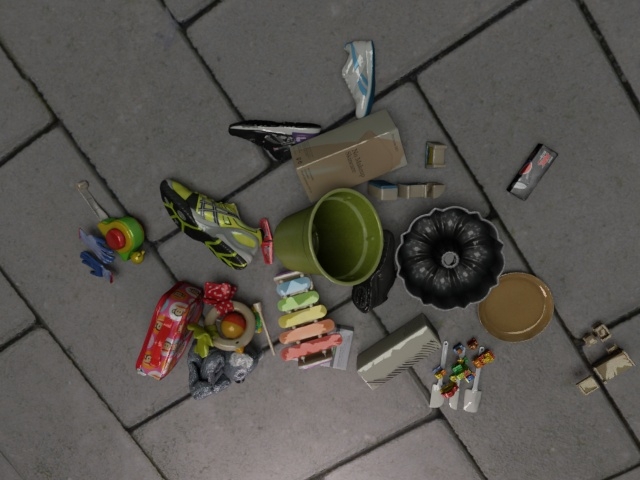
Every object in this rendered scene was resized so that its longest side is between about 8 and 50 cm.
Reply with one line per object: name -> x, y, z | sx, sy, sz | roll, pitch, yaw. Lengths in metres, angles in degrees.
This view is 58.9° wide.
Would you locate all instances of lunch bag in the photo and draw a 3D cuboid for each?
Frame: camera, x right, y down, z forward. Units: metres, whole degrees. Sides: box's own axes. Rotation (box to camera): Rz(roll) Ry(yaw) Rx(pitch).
lunch bag -> -0.484, 0.295, 1.820 | 0.120, 0.258, 0.293 | 23, 104, -1

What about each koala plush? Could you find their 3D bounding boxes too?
koala plush -> -0.306, 0.399, 1.870 | 0.221, 0.196, 0.203 | -13, 82, 12

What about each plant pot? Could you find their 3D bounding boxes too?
plant pot -> 0.621, 0.211, 1.815 | 0.236, 0.032, 0.236 | 1, 104, 4
plant pot -> 0.000, 0.000, 1.684 | 0.254, 0.276, 0.276 | -8, 107, 51

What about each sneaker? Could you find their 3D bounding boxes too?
sneaker -> -0.347, -0.070, 1.800 | 0.384, 0.145, 0.147 | 40, 63, 5
sneaker -> 0.112, -0.471, 1.675 | 0.092, 0.087, 0.229 | 2, 97, 12
sneaker -> 0.183, 0.088, 1.773 | 0.109, 0.130, 0.286 | 40, 128, 37
sneaker -> -0.143, -0.296, 1.728 | 0.283, 0.107, 0.124 | 5, 110, 4

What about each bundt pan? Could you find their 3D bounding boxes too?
bundt pan -> 0.391, 0.043, 1.748 | 0.330, 0.124, 0.331 | 1, 104, 4

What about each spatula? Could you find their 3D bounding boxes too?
spatula -> 0.465, 0.457, 1.898 | 0.168, 0.019, 0.242 | 7, 101, 4

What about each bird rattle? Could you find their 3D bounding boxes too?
bird rattle -> -0.306, 0.259, 1.812 | 0.207, 0.253, 0.143 | 21, 141, 2

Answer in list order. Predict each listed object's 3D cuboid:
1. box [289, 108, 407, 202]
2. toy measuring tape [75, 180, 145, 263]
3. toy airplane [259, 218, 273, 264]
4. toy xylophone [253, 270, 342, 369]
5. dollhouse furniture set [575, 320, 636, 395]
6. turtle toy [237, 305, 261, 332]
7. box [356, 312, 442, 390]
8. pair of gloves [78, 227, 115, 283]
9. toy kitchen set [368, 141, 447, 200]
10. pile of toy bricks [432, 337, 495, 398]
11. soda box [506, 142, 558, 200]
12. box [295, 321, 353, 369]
box -> 0.082, -0.249, 1.669 | 0.311, 0.121, 0.148 | -22, 132, 6
toy measuring tape -> -0.662, -0.071, 1.825 | 0.121, 0.121, 0.330 | -33, 91, 12
toy airplane -> -0.199, 0.007, 1.842 | 0.151, 0.028, 0.151 | 1, 98, 6
toy xylophone -> -0.081, 0.259, 1.831 | 0.236, 0.081, 0.323 | -24, 87, 2
dollhouse furniture set -> 0.871, 0.375, 1.819 | 0.182, 0.101, 0.161 | -36, 73, 13
turtle toy -> -0.256, 0.276, 1.893 | 0.130, 0.066, 0.095 | -8, 103, 7
box -> 0.252, 0.361, 1.845 | 0.275, 0.113, 0.094 | -36, 99, 14
pair of gloves -> -0.732, 0.054, 1.859 | 0.159, 0.023, 0.198 | 33, 134, 18
toy kitchen set -> 0.262, -0.215, 1.720 | 0.207, 0.122, 0.166 | -3, 104, -15
pile of toy bricks -> 0.457, 0.416, 1.828 | 0.212, 0.105, 0.118 | -38, 95, 10
soda box -> 0.634, -0.205, 1.701 | 0.060, 0.053, 0.169 | 31, 104, -3
box -> 0.008, 0.345, 1.901 | 0.186, 0.038, 0.145 | 11, 104, 3
